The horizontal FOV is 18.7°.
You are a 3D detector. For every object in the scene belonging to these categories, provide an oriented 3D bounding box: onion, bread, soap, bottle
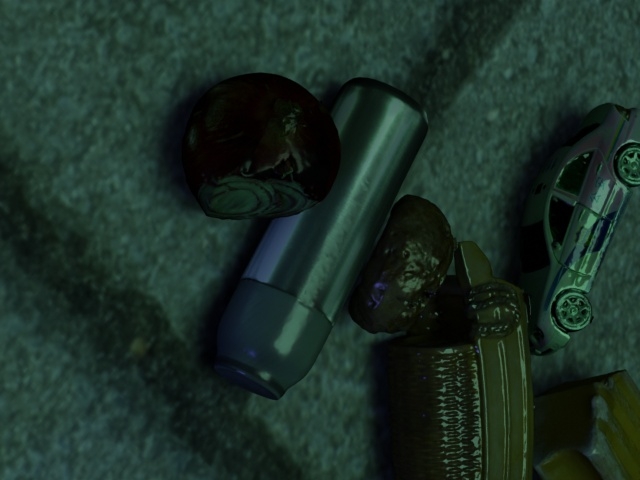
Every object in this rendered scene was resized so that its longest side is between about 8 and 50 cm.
[{"bbox_3d":[-0.044,-0.071,1.416,0.117,0.119,0.118,12,88,-27],"label":"onion"},{"bbox_3d":[0.065,0.023,1.500,0.060,0.082,0.113,26,96,-2],"label":"bread"},{"bbox_3d":[0.265,0.210,1.688,0.232,0.073,0.140,52,29,-32],"label":"soap"},{"bbox_3d":[0.000,0.000,1.483,0.253,0.079,0.096,-64,165,-15],"label":"bottle"}]

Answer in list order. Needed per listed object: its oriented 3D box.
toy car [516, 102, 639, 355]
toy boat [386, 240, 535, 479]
[{"bbox_3d":[0.210,-0.012,1.640,0.076,0.090,0.224,27,79,-11],"label":"toy car"},{"bbox_3d":[0.109,0.151,1.577,0.115,0.089,0.310,-6,99,-41],"label":"toy boat"}]
